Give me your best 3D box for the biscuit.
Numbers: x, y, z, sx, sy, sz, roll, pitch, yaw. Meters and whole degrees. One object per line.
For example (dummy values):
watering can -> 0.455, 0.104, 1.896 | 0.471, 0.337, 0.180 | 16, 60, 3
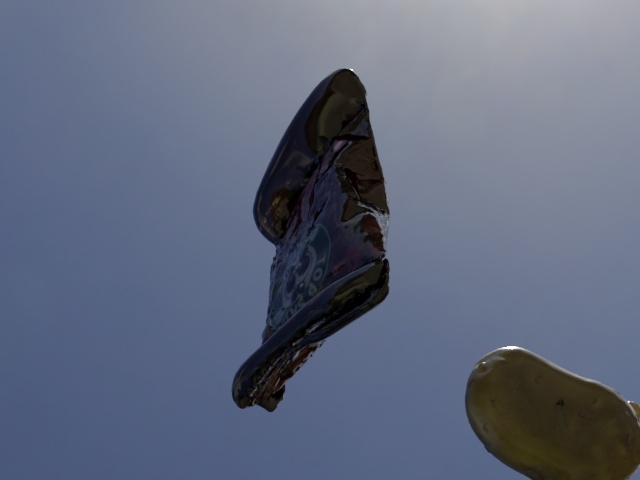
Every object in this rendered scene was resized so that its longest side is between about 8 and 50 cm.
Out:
biscuit -> -0.004, 0.004, 1.111 | 0.063, 0.151, 0.235 | 22, -144, -16

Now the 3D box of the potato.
potato -> 0.166, 0.131, 1.164 | 0.138, 0.070, 0.092 | 27, -124, 3

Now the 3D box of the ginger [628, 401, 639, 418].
ginger -> 0.197, 0.255, 1.292 | 0.065, 0.299, 0.118 | 0, -165, -27
